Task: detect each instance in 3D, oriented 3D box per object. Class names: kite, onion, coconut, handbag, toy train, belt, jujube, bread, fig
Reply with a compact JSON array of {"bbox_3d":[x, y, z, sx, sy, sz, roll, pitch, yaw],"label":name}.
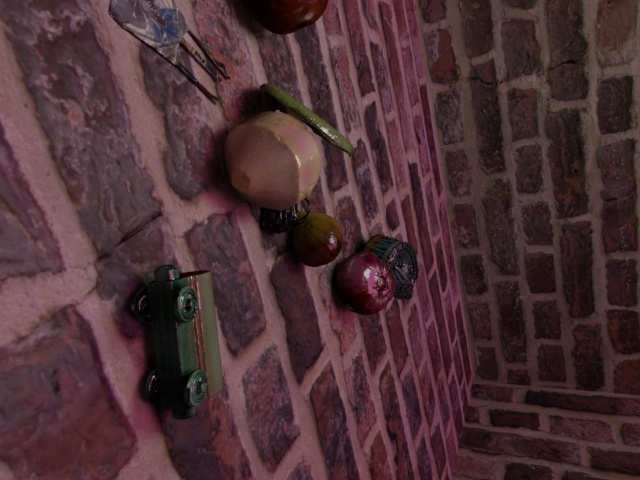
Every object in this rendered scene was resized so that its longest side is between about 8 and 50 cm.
[{"bbox_3d":[-0.300,-0.412,0.930,0.310,0.015,0.170,47,47,-45],"label":"kite"},{"bbox_3d":[0.141,0.152,1.490,0.201,0.200,0.208,-63,151,-43],"label":"onion"},{"bbox_3d":[-0.113,-0.183,1.035,0.237,0.236,0.197,-53,166,-50],"label":"coconut"},{"bbox_3d":[-0.083,-0.081,1.146,0.072,0.139,0.115,15,74,-51],"label":"handbag"},{"bbox_3d":[-0.252,0.183,0.851,0.177,0.116,0.286,-16,100,-72],"label":"toy train"},{"bbox_3d":[0.256,0.101,1.704,0.295,0.160,0.207,38,73,-52],"label":"belt"},{"bbox_3d":[-0.110,-0.684,1.106,0.223,0.223,0.318,-46,116,-53],"label":"jujube"},{"bbox_3d":[-0.034,-0.319,1.158,0.045,0.301,0.301,-55,151,11],"label":"bread"},{"bbox_3d":[-0.017,-0.041,1.265,0.160,0.143,0.231,-122,-162,-87],"label":"fig"}]
